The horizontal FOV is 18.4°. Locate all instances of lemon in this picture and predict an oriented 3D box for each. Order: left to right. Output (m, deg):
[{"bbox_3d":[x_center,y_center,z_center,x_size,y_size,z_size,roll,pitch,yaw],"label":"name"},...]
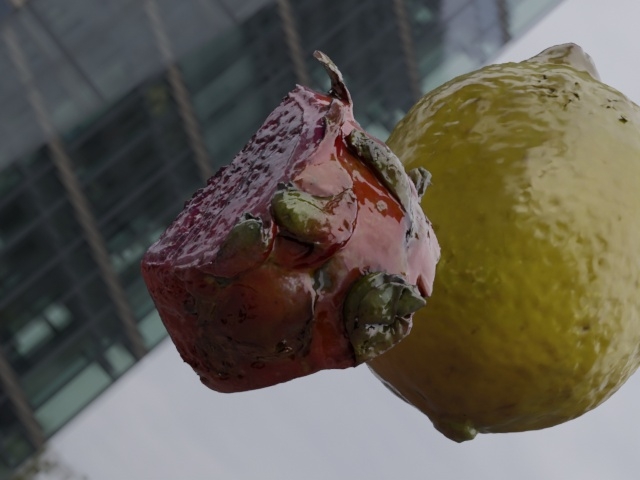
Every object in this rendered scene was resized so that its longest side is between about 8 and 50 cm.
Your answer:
[{"bbox_3d":[0.146,0.000,1.466,0.245,0.320,0.245,20,-17,6],"label":"lemon"}]

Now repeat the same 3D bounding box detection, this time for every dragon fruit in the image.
[{"bbox_3d":[0.000,0.000,0.856,0.102,0.147,0.096,49,-17,-20],"label":"dragon fruit"}]
